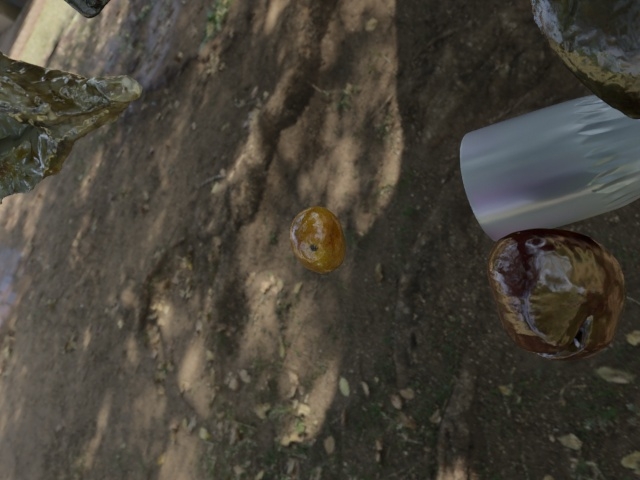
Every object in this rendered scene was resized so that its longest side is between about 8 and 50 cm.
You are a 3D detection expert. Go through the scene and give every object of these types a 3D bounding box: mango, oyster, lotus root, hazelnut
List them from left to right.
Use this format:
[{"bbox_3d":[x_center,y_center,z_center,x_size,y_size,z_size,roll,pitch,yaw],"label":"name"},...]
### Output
[{"bbox_3d":[-0.357,-0.135,0.626,0.204,0.396,0.111,107,-175,-49],"label":"oyster"},{"bbox_3d":[0.000,0.006,1.148,0.089,0.165,0.115,-6,60,12],"label":"mango"},{"bbox_3d":[0.386,0.083,1.097,0.217,0.251,0.217,-40,27,25],"label":"hazelnut"},{"bbox_3d":[0.444,-0.343,0.932,0.210,0.314,0.142,-42,1,-4],"label":"lotus root"}]

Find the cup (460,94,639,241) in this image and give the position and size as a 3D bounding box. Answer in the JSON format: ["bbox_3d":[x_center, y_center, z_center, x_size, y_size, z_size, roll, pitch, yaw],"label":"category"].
[{"bbox_3d":[0.489,-0.157,1.341,0.372,0.253,0.253,-17,53,35],"label":"cup"}]

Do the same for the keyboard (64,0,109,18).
[{"bbox_3d":[-0.215,-0.246,0.381,0.087,0.250,0.017,-44,31,7],"label":"keyboard"}]
